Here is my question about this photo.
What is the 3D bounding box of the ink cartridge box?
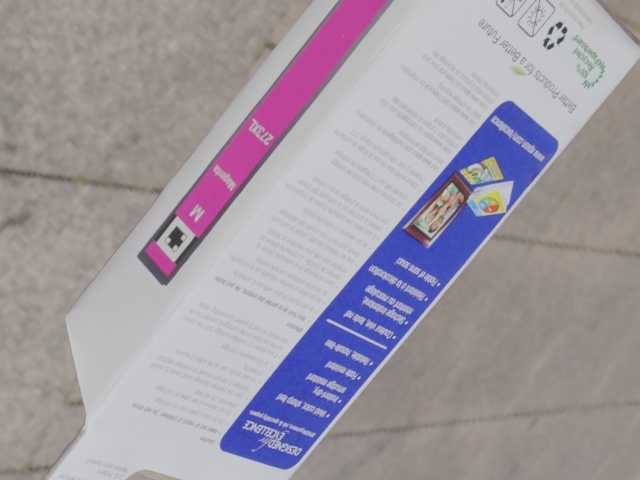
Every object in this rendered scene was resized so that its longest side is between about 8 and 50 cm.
[{"bbox_3d":[0.000,0.000,0.763,0.371,0.069,0.176,-53,144,6],"label":"ink cartridge box"}]
